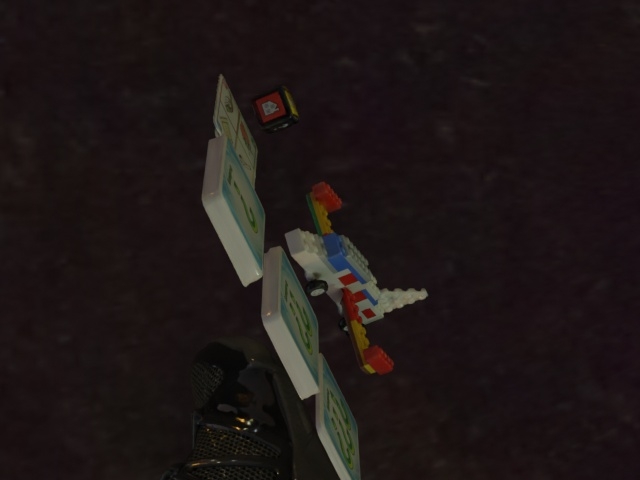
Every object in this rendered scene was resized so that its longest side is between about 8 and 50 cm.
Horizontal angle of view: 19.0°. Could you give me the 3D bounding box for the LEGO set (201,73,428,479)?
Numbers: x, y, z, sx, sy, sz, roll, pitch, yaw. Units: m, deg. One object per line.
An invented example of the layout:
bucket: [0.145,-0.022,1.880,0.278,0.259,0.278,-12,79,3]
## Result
LEGO set: [0.000,0.000,1.007,0.060,0.244,0.182,-22,112,9]

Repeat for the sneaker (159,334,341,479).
sneaker: [-0.065,0.138,1.120,0.227,0.130,0.087,-118,23,-49]
